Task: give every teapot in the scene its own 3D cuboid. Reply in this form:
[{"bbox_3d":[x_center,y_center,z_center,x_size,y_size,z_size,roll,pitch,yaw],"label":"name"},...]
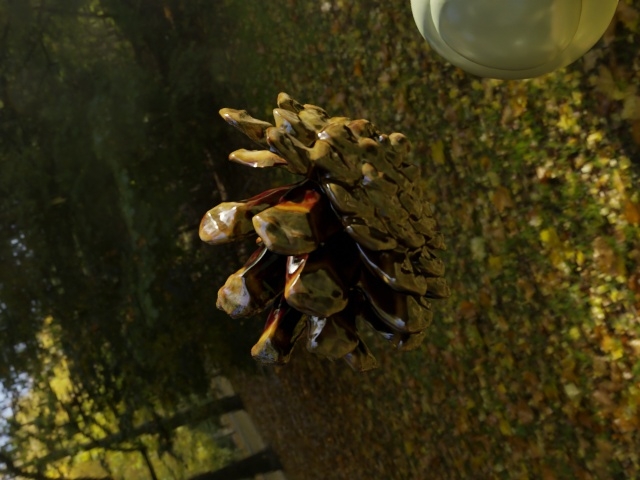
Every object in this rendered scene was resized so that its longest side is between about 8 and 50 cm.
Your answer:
[{"bbox_3d":[0.136,-0.271,0.734,0.149,0.318,0.220,-63,-16,-55],"label":"teapot"}]

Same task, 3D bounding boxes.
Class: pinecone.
[{"bbox_3d":[-0.001,0.002,0.600,0.229,0.203,0.201,55,137,32],"label":"pinecone"}]
